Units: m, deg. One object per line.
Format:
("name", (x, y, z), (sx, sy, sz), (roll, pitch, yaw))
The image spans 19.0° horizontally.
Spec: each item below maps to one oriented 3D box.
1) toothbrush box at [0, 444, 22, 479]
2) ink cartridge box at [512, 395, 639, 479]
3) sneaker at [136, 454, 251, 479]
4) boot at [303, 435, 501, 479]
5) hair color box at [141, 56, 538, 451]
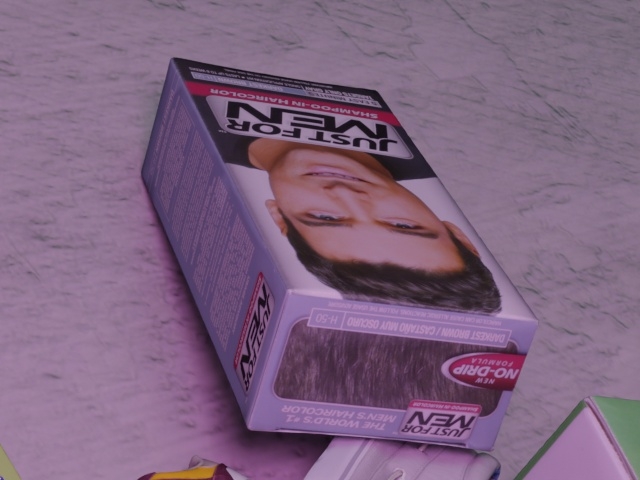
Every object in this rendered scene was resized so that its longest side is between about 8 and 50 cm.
("toothbrush box", (-0.234, 0.239, 1.045), (0.206, 0.122, 0.283), (-12, 48, -36))
("ink cartridge box", (0.241, 0.216, 1.227), (0.289, 0.211, 0.121), (8, 41, -35))
("sneaker", (-0.107, 0.197, 1.223), (0.084, 0.070, 0.185), (30, 30, 24))
("boot", (0.045, 0.198, 1.271), (0.123, 0.095, 0.258), (22, 35, 9))
("hair color box", (0.000, 0.000, 1.417), (0.185, 0.114, 0.374), (7, 27, -21))
